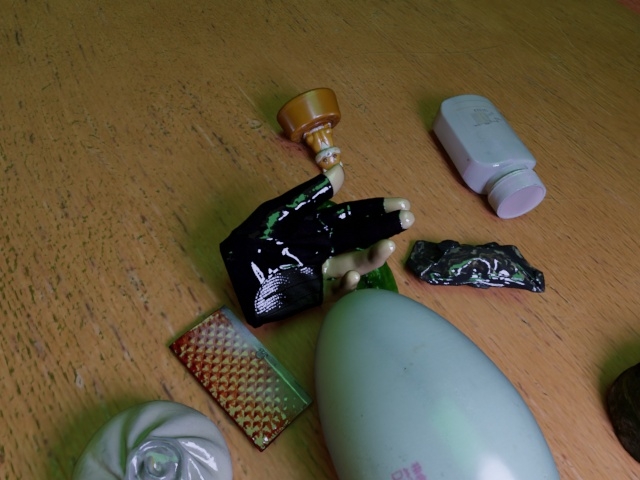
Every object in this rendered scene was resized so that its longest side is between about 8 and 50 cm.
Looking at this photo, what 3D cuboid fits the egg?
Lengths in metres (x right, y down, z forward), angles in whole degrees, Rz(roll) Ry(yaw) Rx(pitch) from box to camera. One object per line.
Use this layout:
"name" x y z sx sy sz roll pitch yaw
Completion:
"egg" 0.117 0.217 0.540 0.230 0.230 0.371 -15 52 -25

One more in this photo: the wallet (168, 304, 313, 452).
"wallet" -0.112 0.186 0.635 0.196 0.020 0.103 42 54 18

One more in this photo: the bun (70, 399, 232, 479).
"bun" -0.183 0.258 0.498 0.172 0.120 0.173 9 50 -11

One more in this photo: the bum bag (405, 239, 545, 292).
"bum bag" 0.277 0.043 0.819 0.248 0.069 0.102 7 28 -5

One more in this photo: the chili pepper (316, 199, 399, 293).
"chili pepper" 0.045 0.016 0.773 0.100 0.074 0.257 -42 61 11

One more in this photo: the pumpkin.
"pumpkin" 0.602 0.260 0.694 0.280 0.139 0.190 -8 52 -17

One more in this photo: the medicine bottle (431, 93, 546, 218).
"medicine bottle" 0.372 -0.193 1.003 0.161 0.111 0.296 -7 53 -18

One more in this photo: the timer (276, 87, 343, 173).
"timer" -0.002 -0.211 0.926 0.132 0.132 0.152 -21 83 -28

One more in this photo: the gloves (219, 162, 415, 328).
"gloves" -0.005 0.001 0.680 0.301 0.152 0.197 -18 100 7
